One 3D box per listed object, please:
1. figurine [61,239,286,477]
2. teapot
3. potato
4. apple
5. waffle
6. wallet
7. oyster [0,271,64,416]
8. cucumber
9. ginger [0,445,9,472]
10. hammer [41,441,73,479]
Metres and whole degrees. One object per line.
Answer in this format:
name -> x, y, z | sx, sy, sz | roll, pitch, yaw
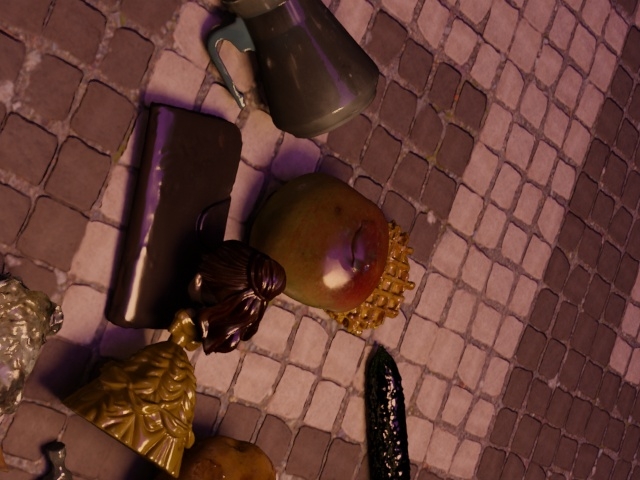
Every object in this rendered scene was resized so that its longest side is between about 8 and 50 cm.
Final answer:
figurine -> -0.180, 0.137, 1.398 | 0.187, 0.168, 0.315 | 39, 73, -19
teapot -> -0.043, -0.268, 1.467 | 0.203, 0.171, 0.225 | -29, 114, -1
potato -> -0.191, 0.449, 1.460 | 0.176, 0.195, 0.369 | 24, 79, -10
apple -> 0.000, 0.000, 1.532 | 0.188, 0.207, 0.174 | -64, 172, -1
waffle -> 0.073, 0.051, 1.683 | 0.193, 0.070, 0.197 | -51, 128, -22
wallet -> -0.196, -0.027, 1.440 | 0.165, 0.042, 0.310 | 9, 94, -43
oyster -> -0.417, 0.155, 1.195 | 0.268, 0.112, 0.198 | -54, 154, -14
cucumber -> 0.114, 0.324, 1.779 | 0.072, 0.072, 0.300 | -18, 109, -39
ginger -> -0.449, 0.190, 1.012 | 0.354, 0.126, 0.190 | 41, 37, -48
hammer -> -0.438, 0.358, 1.302 | 0.287, 0.033, 0.111 | -20, 110, -38
